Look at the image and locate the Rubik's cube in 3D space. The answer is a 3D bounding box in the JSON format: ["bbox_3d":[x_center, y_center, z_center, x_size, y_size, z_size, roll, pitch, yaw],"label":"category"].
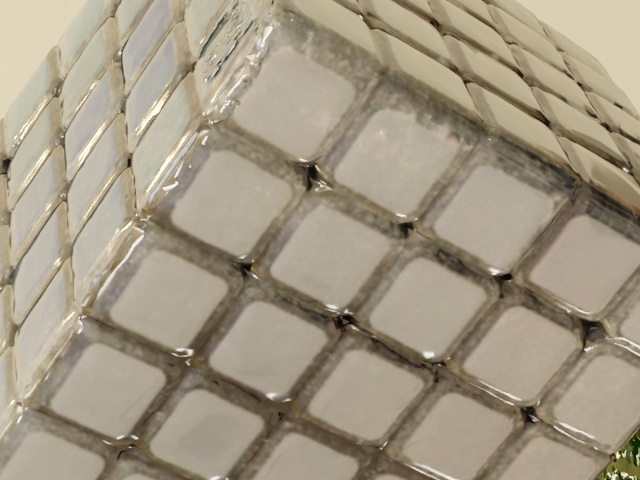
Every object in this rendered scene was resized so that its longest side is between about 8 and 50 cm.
[{"bbox_3d":[0.000,0.000,0.795,0.238,0.237,0.237,28,-69,-24],"label":"Rubik's cube"}]

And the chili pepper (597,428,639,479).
[{"bbox_3d":[0.161,0.089,1.113,0.385,0.167,0.213,39,-70,-15],"label":"chili pepper"}]
